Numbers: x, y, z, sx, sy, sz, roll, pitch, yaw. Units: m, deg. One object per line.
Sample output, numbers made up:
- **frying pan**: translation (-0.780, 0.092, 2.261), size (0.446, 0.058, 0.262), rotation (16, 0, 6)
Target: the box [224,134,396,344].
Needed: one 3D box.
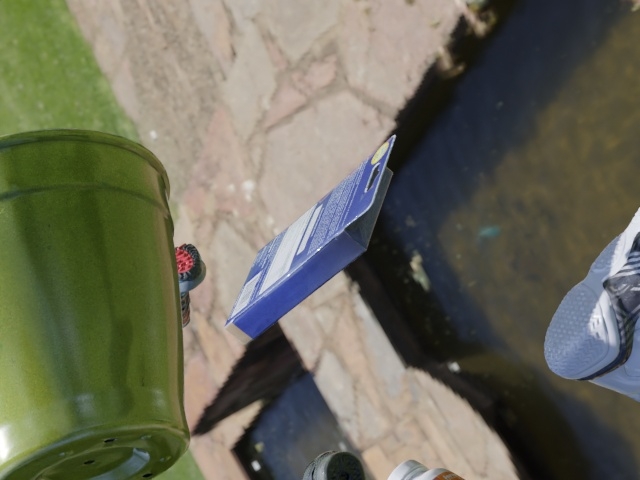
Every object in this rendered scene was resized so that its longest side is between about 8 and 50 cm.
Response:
- **box**: translation (0.000, 0.000, 1.160), size (0.036, 0.136, 0.225), rotation (39, 127, -13)

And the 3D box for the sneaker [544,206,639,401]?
- **sneaker**: translation (0.441, 0.056, 1.342), size (0.210, 0.137, 0.366), rotation (28, 120, -14)

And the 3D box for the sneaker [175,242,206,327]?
- **sneaker**: translation (-0.249, 0.086, 1.983), size (0.125, 0.104, 0.262), rotation (53, 150, -14)

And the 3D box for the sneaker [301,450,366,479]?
- **sneaker**: translation (0.024, 0.411, 1.661), size (0.130, 0.087, 0.227), rotation (162, 97, -69)

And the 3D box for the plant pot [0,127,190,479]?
- **plant pot**: translation (-0.313, 0.116, 1.387), size (0.366, 0.366, 0.353), rotation (113, 142, -55)

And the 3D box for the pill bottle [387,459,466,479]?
- **pill bottle**: translation (0.205, 0.429, 1.811), size (0.216, 0.121, 0.121), rotation (26, 135, 38)
